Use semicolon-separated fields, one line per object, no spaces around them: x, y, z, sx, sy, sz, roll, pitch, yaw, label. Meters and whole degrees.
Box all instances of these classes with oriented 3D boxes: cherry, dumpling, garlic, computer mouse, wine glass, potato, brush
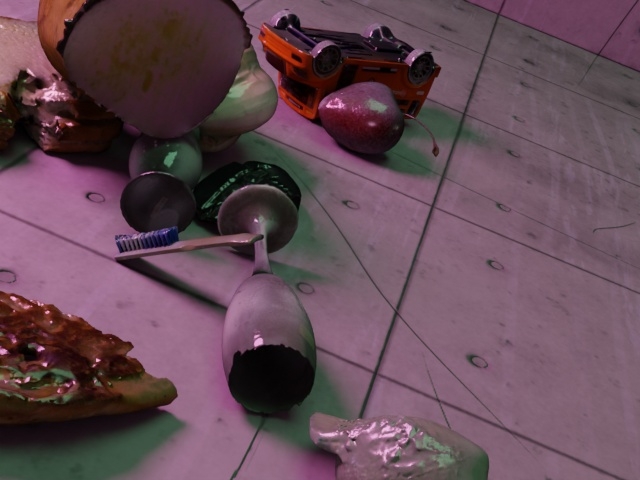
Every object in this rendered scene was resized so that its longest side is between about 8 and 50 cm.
0.076;-0.181;1.601;0.148;0.115;0.188;28;26;-32;cherry
0.093;0.202;0.907;0.219;0.108;0.153;32;29;16;dumpling
-0.194;-0.229;1.417;0.281;0.184;0.203;34;46;22;garlic
-0.087;-0.063;1.316;0.106;0.062;0.192;32;27;21;computer mouse
0.000;0.000;1.057;0.096;0.264;0.309;41;19;-25;wine glass
-0.192;-0.090;1.256;0.093;0.093;0.202;16;29;-11;wine glass
-0.246;-0.275;1.246;0.229;0.229;0.266;2;32;-33;potato
-0.145;-0.002;1.096;0.179;0.030;0.033;-7;4;26;brush

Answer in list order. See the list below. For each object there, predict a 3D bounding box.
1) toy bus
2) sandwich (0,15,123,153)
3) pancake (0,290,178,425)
0.041;-0.287;1.725;0.329;0.153;0.143;-4;35;-43;toy bus
-0.402;-0.205;1.313;0.273;0.095;0.249;-2;36;-39;sandwich
-0.276;0.109;0.870;0.258;0.056;0.212;20;19;14;pancake
